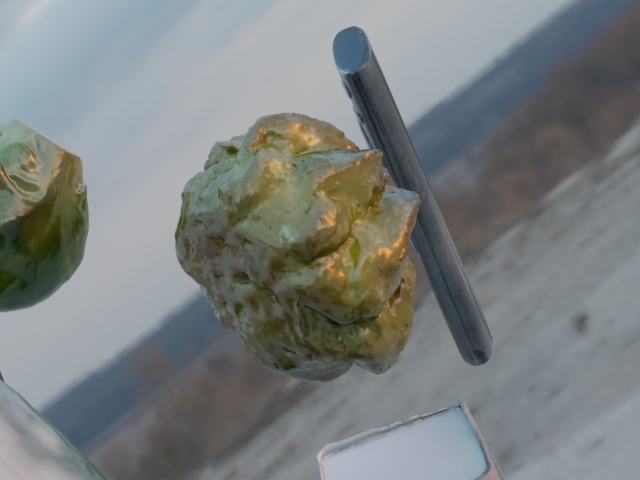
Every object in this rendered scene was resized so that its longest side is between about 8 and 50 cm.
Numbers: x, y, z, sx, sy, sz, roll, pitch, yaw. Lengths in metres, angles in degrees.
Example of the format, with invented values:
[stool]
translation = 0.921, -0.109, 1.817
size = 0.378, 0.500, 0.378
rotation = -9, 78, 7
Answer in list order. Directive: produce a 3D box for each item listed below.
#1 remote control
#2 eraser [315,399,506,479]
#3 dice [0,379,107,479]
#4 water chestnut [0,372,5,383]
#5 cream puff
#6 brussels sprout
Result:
[remote control]
translation = 0.097, -0.042, 1.960
size = 0.044, 0.378, 0.107
rotation = -23, 30, 3
[eraser]
translation = 0.103, 0.244, 1.471
size = 0.130, 0.086, 0.287
rotation = -23, -41, 7
[dice]
translation = -0.260, 0.255, 0.856
size = 0.330, 0.348, 0.328
rotation = -40, -10, -48
[water chestnut]
translation = -0.332, 0.154, 1.382
size = 0.223, 0.224, 0.238
rotation = -38, -19, -10
[cream puff]
translation = -0.014, 0.006, 1.647
size = 0.244, 0.244, 0.196
rotation = -38, 28, 62
[brussels sprout]
translation = -0.300, -0.021, 1.820
size = 0.181, 0.161, 0.144
rotation = -48, -18, -4
